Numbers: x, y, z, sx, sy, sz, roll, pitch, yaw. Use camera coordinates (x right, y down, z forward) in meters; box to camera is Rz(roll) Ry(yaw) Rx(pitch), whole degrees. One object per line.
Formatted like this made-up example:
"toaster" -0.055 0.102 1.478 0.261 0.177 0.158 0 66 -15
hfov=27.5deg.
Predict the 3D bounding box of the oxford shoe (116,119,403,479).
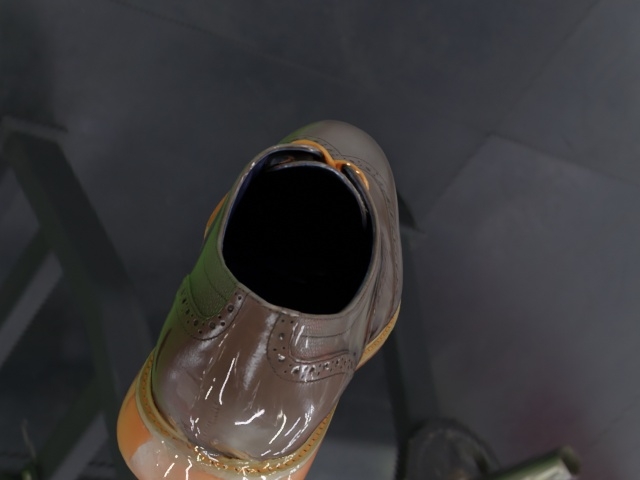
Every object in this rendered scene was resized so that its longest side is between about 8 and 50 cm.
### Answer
"oxford shoe" 0.000 0.000 0.739 0.130 0.363 0.132 23 120 -3
